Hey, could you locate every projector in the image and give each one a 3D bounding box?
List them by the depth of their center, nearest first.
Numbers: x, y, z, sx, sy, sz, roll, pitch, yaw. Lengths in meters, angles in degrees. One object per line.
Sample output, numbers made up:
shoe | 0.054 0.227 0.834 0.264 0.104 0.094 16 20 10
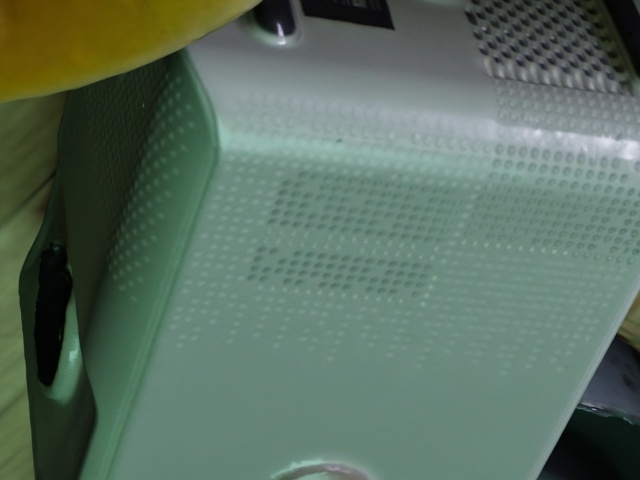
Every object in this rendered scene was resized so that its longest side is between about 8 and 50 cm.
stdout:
projector | 0.000 0.000 0.662 0.177 0.163 0.242 6 133 -17

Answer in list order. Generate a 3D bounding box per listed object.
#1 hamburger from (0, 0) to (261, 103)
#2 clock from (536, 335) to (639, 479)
hamburger | -0.098 -0.167 0.438 0.300 0.176 0.300 -7 140 -5
clock | 0.028 0.148 0.909 0.325 0.067 0.325 -6 139 -6
